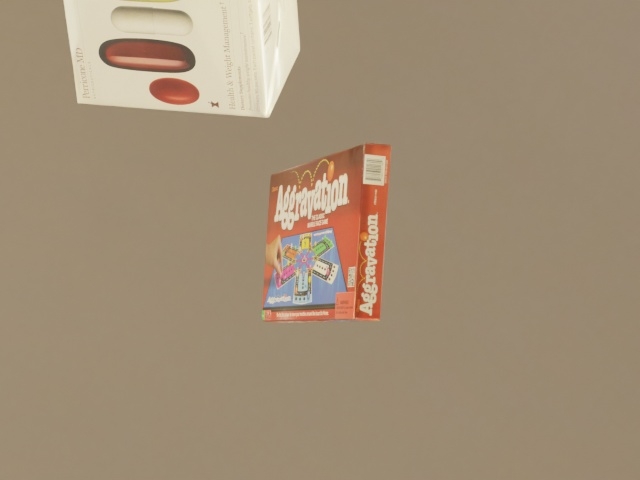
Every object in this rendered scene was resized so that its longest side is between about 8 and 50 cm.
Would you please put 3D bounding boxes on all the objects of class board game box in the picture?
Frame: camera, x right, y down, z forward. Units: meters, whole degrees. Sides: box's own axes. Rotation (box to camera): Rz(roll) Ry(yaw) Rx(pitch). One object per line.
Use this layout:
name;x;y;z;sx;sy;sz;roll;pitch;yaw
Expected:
board game box;0.000;0.000;1.445;0.027;0.145;0.281;6;175;-17

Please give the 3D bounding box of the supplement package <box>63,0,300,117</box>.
supplement package;-0.139;-0.247;1.643;0.203;0.194;0.149;5;-145;12
